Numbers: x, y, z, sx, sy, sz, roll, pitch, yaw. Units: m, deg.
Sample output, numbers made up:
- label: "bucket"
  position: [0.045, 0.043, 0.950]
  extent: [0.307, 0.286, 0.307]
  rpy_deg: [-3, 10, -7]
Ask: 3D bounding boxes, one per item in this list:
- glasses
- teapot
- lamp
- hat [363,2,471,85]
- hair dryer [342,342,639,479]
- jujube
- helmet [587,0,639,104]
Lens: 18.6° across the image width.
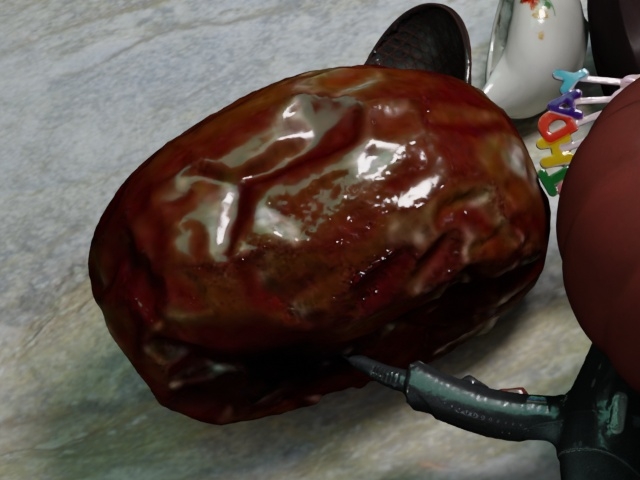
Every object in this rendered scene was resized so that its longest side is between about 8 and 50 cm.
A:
- label: "glasses"
  position: [0.273, -0.038, 1.620]
  extent: [0.162, 0.095, 0.255]
  rpy_deg: [-30, 86, -13]
- label: "teapot"
  position: [0.200, -0.194, 1.839]
  extent: [0.092, 0.145, 0.226]
  rpy_deg: [13, 58, -8]
- label: "lamp"
  position: [0.316, 0.001, 1.392]
  extent: [0.303, 0.257, 0.303]
  rpy_deg: [7, 49, -8]
- label: "hat"
  position: [0.111, -0.124, 1.859]
  extent: [0.193, 0.082, 0.193]
  rpy_deg: [-31, 51, 50]
- label: "hair dryer"
  position: [0.149, 0.096, 1.532]
  extent: [0.272, 0.091, 0.235]
  rpy_deg: [9, 69, 10]
- label: "jujube"
  position: [0.001, -0.001, 1.648]
  extent: [0.377, 0.276, 0.276]
  rpy_deg: [-29, 41, -1]
- label: "helmet"
  position: [0.351, -0.203, 1.743]
  extent: [0.225, 0.177, 0.305]
  rpy_deg: [-20, 40, 4]
